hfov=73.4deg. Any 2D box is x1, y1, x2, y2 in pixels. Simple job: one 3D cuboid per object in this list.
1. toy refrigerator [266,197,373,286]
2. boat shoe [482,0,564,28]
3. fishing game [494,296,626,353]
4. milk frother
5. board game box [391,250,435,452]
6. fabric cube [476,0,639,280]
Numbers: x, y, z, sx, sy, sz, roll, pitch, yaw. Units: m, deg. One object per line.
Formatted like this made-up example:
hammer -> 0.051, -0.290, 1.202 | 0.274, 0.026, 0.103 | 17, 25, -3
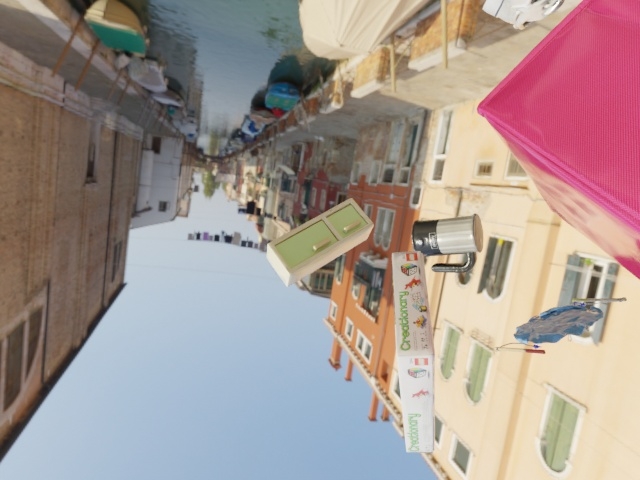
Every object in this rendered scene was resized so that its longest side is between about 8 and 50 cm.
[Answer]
toy refrigerator -> 0.000, 0.000, 1.127 | 0.269, 0.102, 0.094 | -29, 160, -22
boat shoe -> 0.273, -0.325, 0.537 | 0.084, 0.095, 0.258 | 37, -155, 1
fishing game -> 0.516, 0.190, 0.936 | 0.264, 0.041, 0.189 | -24, 178, -23
milk frother -> 0.295, -0.008, 0.963 | 0.135, 0.129, 0.143 | -5, -150, 33
board game box -> 0.156, 0.193, 0.714 | 0.053, 0.305, 0.193 | -4, -139, 10
fabric cube -> 0.357, -0.091, 0.382 | 0.254, 0.259, 0.258 | 29, -158, -41
